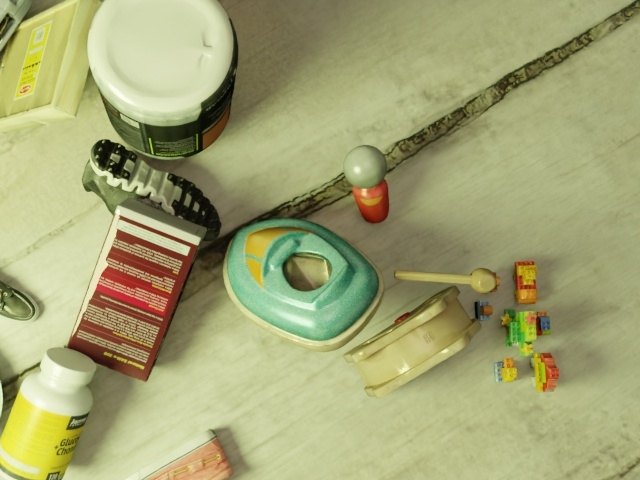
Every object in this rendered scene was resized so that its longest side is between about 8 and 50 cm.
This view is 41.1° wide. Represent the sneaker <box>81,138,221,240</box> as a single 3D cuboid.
[{"bbox_3d":[-0.265,-0.062,1.317,0.234,0.106,0.078,32,47,-22],"label":"sneaker"}]

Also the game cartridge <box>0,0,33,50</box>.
[{"bbox_3d":[-0.586,-0.306,1.285,0.196,0.060,0.294,31,83,9],"label":"game cartridge"}]

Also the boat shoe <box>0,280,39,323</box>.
[{"bbox_3d":[-0.490,0.081,1.281,0.142,0.040,0.049,31,79,-3],"label":"boat shoe"}]

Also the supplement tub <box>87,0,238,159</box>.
[{"bbox_3d":[-0.219,-0.227,1.222,0.193,0.316,0.194,1,81,-9],"label":"supplement tub"}]

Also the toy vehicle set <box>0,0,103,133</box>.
[{"bbox_3d":[-0.404,-0.248,1.234,0.035,0.267,0.166,19,79,-38],"label":"toy vehicle set"}]

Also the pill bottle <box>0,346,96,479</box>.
[{"bbox_3d":[-0.387,0.251,1.218,0.103,0.103,0.184,23,99,-5],"label":"pill bottle"}]

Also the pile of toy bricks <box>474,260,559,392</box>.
[{"bbox_3d":[0.320,0.137,1.360,0.118,0.105,0.212,-2,83,-9],"label":"pile of toy bricks"}]

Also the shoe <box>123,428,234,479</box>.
[{"bbox_3d":[-0.220,0.359,1.272,0.178,0.063,0.081,-29,82,-15],"label":"shoe"}]

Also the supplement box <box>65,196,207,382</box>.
[{"bbox_3d":[-0.270,0.073,1.258,0.130,0.073,0.239,22,102,-5],"label":"supplement box"}]

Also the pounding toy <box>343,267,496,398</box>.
[{"bbox_3d":[0.147,0.114,1.327,0.269,0.154,0.155,-33,88,8],"label":"pounding toy"}]

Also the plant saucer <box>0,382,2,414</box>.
[{"bbox_3d":[-0.563,0.236,1.251,0.195,0.037,0.195,1,83,-8],"label":"plant saucer"}]

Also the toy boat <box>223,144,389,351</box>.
[{"bbox_3d":[0.000,0.000,1.286,0.267,0.148,0.318,26,63,29],"label":"toy boat"}]
